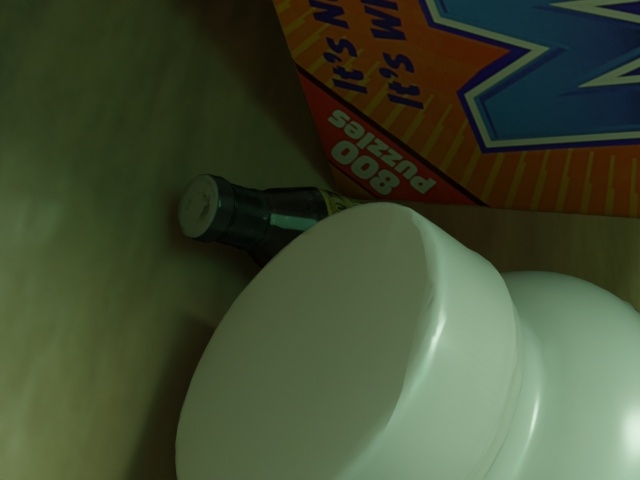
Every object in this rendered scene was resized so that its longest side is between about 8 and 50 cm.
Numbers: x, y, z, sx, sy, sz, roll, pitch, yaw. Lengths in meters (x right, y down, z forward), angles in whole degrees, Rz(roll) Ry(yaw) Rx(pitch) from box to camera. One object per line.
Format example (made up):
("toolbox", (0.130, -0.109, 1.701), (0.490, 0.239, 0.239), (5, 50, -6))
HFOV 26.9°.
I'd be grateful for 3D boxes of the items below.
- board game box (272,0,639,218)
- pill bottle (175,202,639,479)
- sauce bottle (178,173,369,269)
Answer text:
("board game box", (0.182, -0.253, 0.515), (0.356, 0.356, 0.356), (-62, 146, -38))
("pill bottle", (0.097, 0.117, 0.510), (0.301, 0.169, 0.169), (36, 52, -29))
("sauce bottle", (0.000, 0.000, 0.553), (0.128, 0.042, 0.042), (13, 66, -42))
